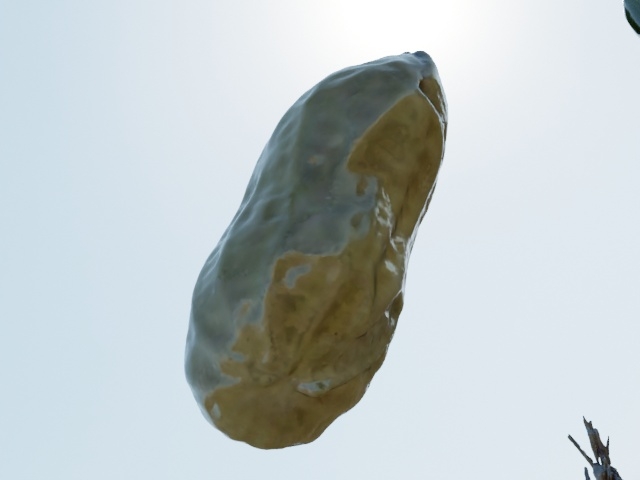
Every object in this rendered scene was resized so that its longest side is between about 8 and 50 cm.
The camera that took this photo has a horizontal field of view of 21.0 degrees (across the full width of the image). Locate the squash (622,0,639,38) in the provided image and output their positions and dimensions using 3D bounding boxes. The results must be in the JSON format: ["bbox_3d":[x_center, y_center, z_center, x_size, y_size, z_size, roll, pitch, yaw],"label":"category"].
[{"bbox_3d":[0.298,-0.080,0.967,0.087,0.331,0.087,-35,-32,-25],"label":"squash"}]

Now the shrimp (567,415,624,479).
[{"bbox_3d":[0.155,0.170,0.882,0.057,0.165,0.065,-7,-10,-27],"label":"shrimp"}]

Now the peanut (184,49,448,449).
[{"bbox_3d":[-0.002,0.002,1.352,0.174,0.158,0.340,85,-160,-59],"label":"peanut"}]
